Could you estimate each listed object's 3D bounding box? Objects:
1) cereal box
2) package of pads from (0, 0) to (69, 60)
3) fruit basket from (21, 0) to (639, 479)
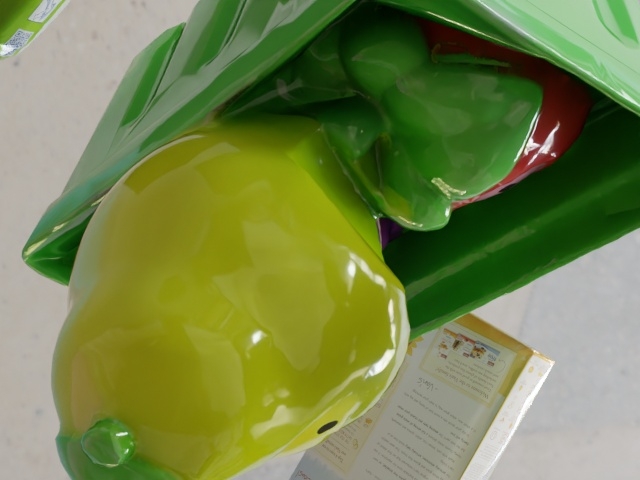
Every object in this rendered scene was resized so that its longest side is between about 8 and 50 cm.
[{"bbox_3d":[0.086,0.173,1.277,0.047,0.173,0.240,28,93,-46],"label":"cereal box"},{"bbox_3d":[-0.235,-0.298,0.895,0.296,0.101,0.229,44,101,-6],"label":"package of pads"},{"bbox_3d":[0.000,0.000,0.766,0.283,0.392,0.392,26,116,-31],"label":"fruit basket"}]
